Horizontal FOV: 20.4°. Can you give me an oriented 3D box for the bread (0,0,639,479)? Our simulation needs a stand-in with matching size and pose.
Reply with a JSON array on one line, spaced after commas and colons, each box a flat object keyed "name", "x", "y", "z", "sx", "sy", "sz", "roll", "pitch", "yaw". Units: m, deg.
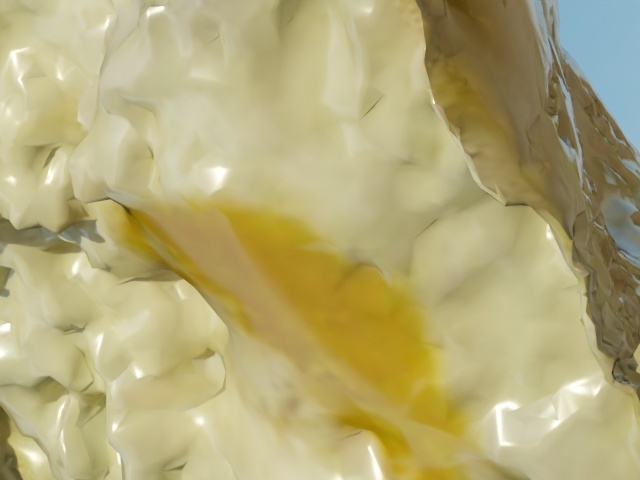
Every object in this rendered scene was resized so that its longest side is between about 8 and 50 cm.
[{"name": "bread", "x": 0.000, "y": 0.000, "z": 0.640, "sx": 0.361, "sy": 0.250, "sz": 0.394, "roll": 61, "pitch": -162, "yaw": -19}]
